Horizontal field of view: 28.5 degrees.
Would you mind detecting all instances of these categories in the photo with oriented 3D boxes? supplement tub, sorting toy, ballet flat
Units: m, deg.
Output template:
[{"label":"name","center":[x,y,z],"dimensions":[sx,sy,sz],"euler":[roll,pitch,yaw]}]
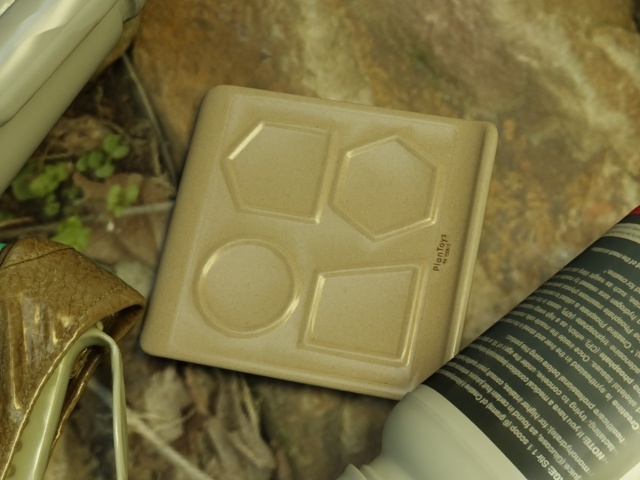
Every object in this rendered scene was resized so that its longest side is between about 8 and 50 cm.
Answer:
[{"label":"supplement tub","center":[0.156,0.116,0.679],"dimensions":[0.272,0.191,0.191],"euler":[-38,71,-7]},{"label":"sorting toy","center":[0.000,0.000,0.822],"dimensions":[0.208,0.038,0.193],"euler":[8,72,14]},{"label":"ballet flat","center":[-0.184,0.164,0.753],"dimensions":[0.124,0.116,0.342],"euler":[14,68,3]}]

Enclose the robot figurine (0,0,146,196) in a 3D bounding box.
[{"label":"robot figurine","center":[-0.240,-0.150,0.809],"dimensions":[0.300,0.200,0.353],"euler":[22,73,42]}]
